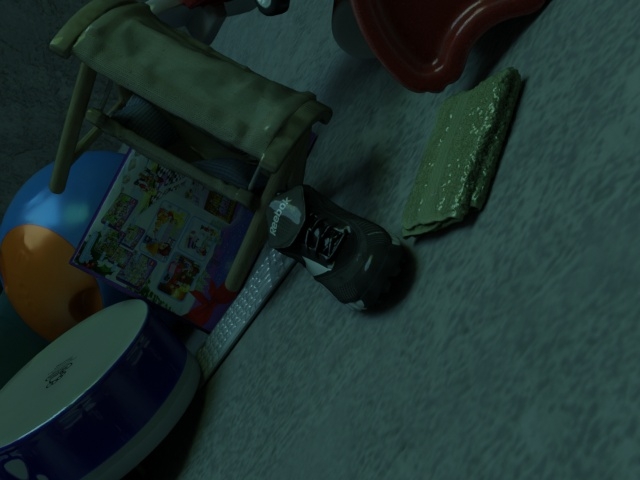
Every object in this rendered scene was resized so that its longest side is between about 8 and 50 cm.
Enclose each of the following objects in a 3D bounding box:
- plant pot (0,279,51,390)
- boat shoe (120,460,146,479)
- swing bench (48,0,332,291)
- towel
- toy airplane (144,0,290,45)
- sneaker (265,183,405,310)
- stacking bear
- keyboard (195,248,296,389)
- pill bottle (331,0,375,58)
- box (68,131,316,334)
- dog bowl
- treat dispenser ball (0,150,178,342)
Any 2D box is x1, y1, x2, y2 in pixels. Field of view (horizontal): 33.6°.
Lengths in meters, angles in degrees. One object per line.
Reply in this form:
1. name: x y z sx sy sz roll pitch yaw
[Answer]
1. plant pot: -0.437 0.190 1.679 0.293 0.235 0.293 -52 18 25
2. boat shoe: -0.254 0.290 1.252 0.095 0.095 0.257 -50 19 13
3. swing bench: -0.139 -0.118 1.138 0.165 0.253 0.255 -56 -7 -36
4. towel: 0.116 -0.072 0.889 0.110 0.027 0.148 -22 42 62
5. toy airplane: -0.113 -0.379 1.236 0.384 0.272 0.386 -13 9 16
6. sneaker: 0.000 0.000 0.966 0.078 0.106 0.234 -60 17 4
7. stacking bear: 0.113 -0.292 1.039 0.175 0.164 0.289 -40 17 23
8. keyboard: -0.079 0.066 1.241 0.256 0.014 0.072 -54 19 23
9. pill bottle: 0.058 -0.292 1.297 0.086 0.086 0.152 -50 20 31
10. box: -0.158 -0.054 1.336 0.293 0.201 0.057 -64 15 -11
11. dog bowl: -0.277 0.192 1.252 0.265 0.104 0.265 -32 19 12
12. treat dispenser ball: -0.306 0.018 1.495 0.288 0.288 0.288 -52 19 26
